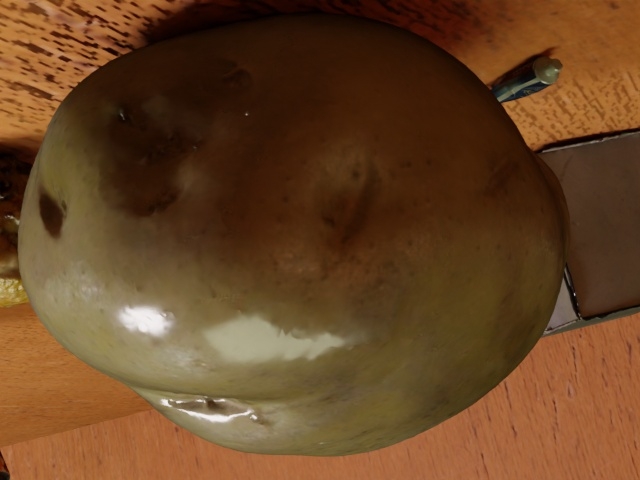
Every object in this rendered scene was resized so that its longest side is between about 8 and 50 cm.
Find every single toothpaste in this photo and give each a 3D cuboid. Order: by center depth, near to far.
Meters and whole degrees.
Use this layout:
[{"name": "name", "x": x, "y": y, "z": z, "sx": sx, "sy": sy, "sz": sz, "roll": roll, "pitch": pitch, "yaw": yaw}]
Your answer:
[{"name": "toothpaste", "x": 0.130, "y": -0.101, "z": 0.976, "sx": 0.027, "sy": 0.019, "sz": 0.083, "roll": -27, "pitch": -179, "yaw": -26}]

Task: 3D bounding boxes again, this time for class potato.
[{"name": "potato", "x": 0.000, "y": 0.000, "z": 0.796, "sx": 0.243, "sy": 0.221, "sz": 0.326, "roll": -30, "pitch": 152, "yaw": 29}]

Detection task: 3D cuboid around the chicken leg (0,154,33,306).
[{"name": "chicken leg", "x": -0.268, "y": 0.005, "z": 0.895, "sx": 0.252, "sy": 0.087, "sz": 0.107, "roll": -5, "pitch": 158, "yaw": -7}]

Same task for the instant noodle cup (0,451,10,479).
[{"name": "instant noodle cup", "x": -0.369, "y": 0.179, "z": 1.241, "sx": 0.302, "sy": 0.181, "sz": 0.258, "roll": -26, "pitch": 166, "yaw": -18}]

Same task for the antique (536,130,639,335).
[{"name": "antique", "x": 0.229, "y": -0.003, "z": 1.280, "sx": 0.148, "sy": 0.146, "sz": 0.152, "roll": -11, "pitch": 171, "yaw": -18}]
